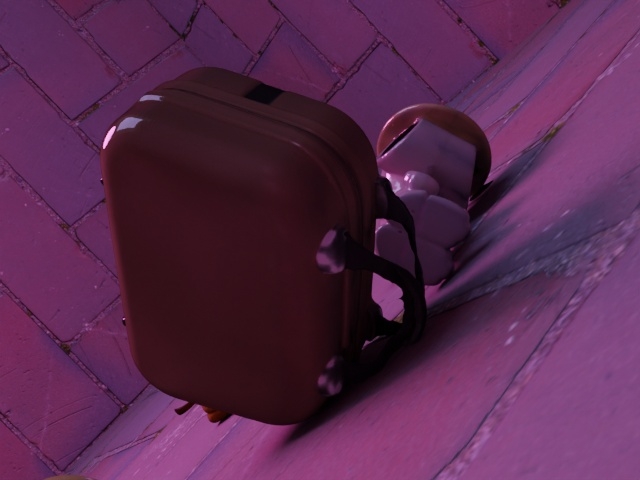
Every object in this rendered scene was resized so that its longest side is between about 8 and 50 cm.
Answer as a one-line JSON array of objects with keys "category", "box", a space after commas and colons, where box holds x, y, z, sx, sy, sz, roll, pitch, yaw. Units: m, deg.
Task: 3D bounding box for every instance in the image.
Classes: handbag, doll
[{"category": "handbag", "box": [-0.038, 0.022, 0.743, 0.149, 0.283, 0.302, -47, -34, -47]}, {"category": "doll", "box": [0.118, -0.052, 0.913, 0.271, 0.144, 0.208, 141, 154, -85]}]

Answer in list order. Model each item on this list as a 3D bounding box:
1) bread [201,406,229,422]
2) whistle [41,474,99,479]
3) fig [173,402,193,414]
[{"category": "bread", "box": [-0.093, 0.162, 1.171, 0.200, 0.077, 0.116, -43, 12, 31]}, {"category": "whistle", "box": [-0.222, 0.277, 0.740, 0.141, 0.141, 0.294, -45, 4, -17]}, {"category": "fig", "box": [-0.216, 0.231, 1.621, 0.146, 0.133, 0.201, -13, 64, 29]}]
